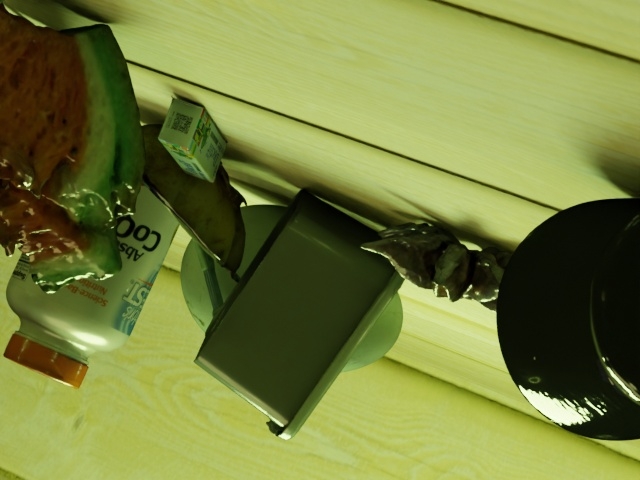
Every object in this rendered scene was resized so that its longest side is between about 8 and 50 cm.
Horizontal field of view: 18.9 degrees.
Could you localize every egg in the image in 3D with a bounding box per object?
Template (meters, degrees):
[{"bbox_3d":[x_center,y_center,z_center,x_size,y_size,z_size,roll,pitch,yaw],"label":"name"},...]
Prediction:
[{"bbox_3d":[-0.033,0.059,2.174,0.264,0.183,0.183,21,173,13],"label":"egg"}]

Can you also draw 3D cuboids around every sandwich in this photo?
[{"bbox_3d":[-0.238,-0.129,1.554,0.162,0.250,0.301,-23,147,12],"label":"sandwich"}]

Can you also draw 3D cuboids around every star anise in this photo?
[{"bbox_3d":[0.133,0.027,1.846,0.180,0.061,0.204,13,-172,-45],"label":"star anise"}]

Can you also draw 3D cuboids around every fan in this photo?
[{"bbox_3d":[-0.129,-0.004,2.106,0.038,0.193,0.016,-6,166,-41],"label":"fan"}]

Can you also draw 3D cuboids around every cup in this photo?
[{"bbox_3d":[0.242,0.044,1.303,0.223,0.169,0.176,-11,175,-17],"label":"cup"}]

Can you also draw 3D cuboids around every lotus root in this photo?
[{"bbox_3d":[-0.133,-0.055,1.995,0.203,0.078,0.183,49,177,-20],"label":"lotus root"}]

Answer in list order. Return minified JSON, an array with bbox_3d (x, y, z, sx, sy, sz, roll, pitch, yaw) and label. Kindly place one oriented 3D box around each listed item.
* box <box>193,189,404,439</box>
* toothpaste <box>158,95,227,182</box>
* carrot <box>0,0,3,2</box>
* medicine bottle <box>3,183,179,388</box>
[{"bbox_3d":[-0.021,0.070,2.002,0.135,0.243,0.163,34,-163,-4],"label":"box"},{"bbox_3d":[-0.121,-0.096,1.833,0.034,0.046,0.164,19,173,8],"label":"toothpaste"},{"bbox_3d":[-0.334,-0.232,1.396,0.298,0.078,0.078,24,175,36],"label":"carrot"},{"bbox_3d":[-0.270,0.025,2.260,0.157,0.289,0.157,23,174,3],"label":"medicine bottle"}]
